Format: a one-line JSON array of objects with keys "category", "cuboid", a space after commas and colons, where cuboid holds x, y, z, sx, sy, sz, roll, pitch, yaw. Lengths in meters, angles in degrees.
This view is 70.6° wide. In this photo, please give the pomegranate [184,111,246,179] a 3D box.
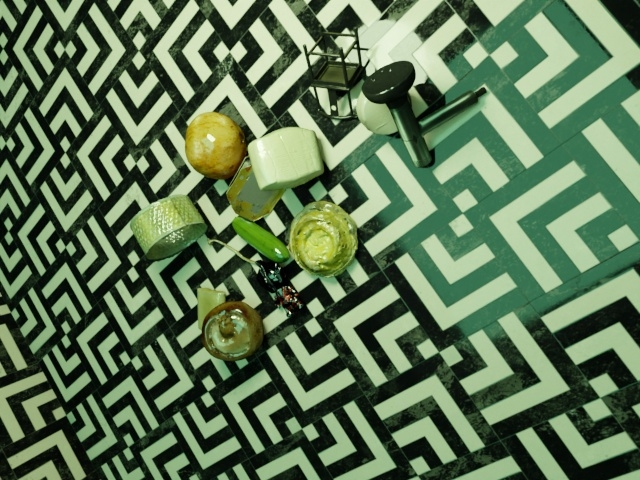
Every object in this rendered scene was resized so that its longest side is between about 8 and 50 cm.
[{"category": "pomegranate", "cuboid": [-0.389, -0.348, 1.669, 0.248, 0.248, 0.249, 4, 99, 25]}]

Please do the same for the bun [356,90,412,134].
[{"category": "bun", "cuboid": [0.196, -0.425, 1.421, 0.172, 0.120, 0.173, -4, 121, -6]}]

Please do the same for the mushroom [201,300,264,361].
[{"category": "mushroom", "cuboid": [-0.341, 0.355, 1.774, 0.252, 0.153, 0.253, 1, 101, 5]}]

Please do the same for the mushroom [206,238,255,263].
[{"category": "mushroom", "cuboid": [-0.344, 0.047, 1.816, 0.286, 0.026, 0.028, 21, 122, 20]}]

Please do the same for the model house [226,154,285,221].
[{"category": "model house", "cuboid": [-0.263, -0.205, 1.691, 0.219, 0.207, 0.136, -55, 41, 25]}]

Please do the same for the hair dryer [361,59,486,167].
[{"category": "hair dryer", "cuboid": [0.311, -0.416, 1.337, 0.284, 0.320, 0.155, -47, 38, -1]}]

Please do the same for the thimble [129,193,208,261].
[{"category": "thimble", "cuboid": [-0.601, -0.048, 1.790, 0.270, 0.270, 0.150, -38, 80, 25]}]

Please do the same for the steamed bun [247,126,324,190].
[{"category": "steamed bun", "cuboid": [-0.121, -0.277, 1.556, 0.154, 0.250, 0.200, -21, 87, 65]}]

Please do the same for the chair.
[{"category": "chair", "cuboid": [0.054, -0.543, 1.477, 0.154, 0.141, 0.260, 16, 148, 24]}]

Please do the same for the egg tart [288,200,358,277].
[{"category": "egg tart", "cuboid": [0.000, 0.000, 1.600, 0.278, 0.095, 0.279, 3, 97, 25]}]

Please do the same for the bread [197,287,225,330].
[{"category": "bread", "cuboid": [-0.450, 0.292, 1.879, 0.139, 0.060, 0.179, 8, 101, 25]}]

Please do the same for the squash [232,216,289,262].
[{"category": "squash", "cuboid": [-0.224, -0.002, 1.710, 0.292, 0.082, 0.082, 33, 111, 26]}]

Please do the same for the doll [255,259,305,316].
[{"category": "doll", "cuboid": [-0.162, 0.171, 1.715, 0.127, 0.088, 0.249, -41, 88, 4]}]
